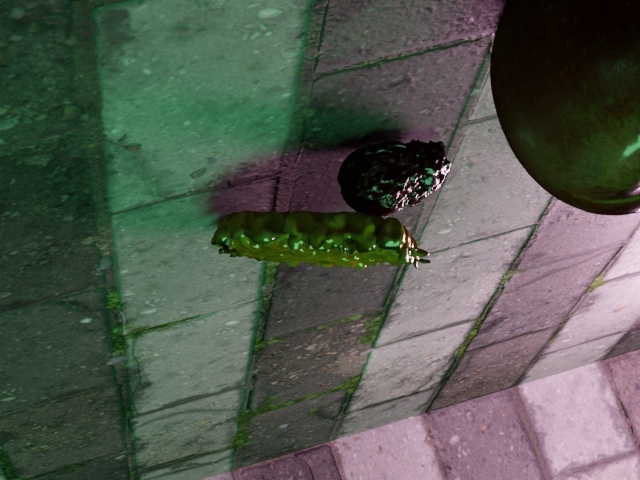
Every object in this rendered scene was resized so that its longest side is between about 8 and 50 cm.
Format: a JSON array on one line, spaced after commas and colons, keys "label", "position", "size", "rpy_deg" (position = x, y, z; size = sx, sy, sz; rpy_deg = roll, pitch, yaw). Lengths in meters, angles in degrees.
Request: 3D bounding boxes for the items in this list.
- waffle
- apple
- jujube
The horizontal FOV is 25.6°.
[{"label": "waffle", "position": [0.001, -0.001, 1.902], "size": [0.329, 0.062, 0.329], "rpy_deg": [4, 173, 1]}, {"label": "apple", "position": [0.359, -0.188, 1.583], "size": [0.349, 0.276, 0.348], "rpy_deg": [-17, 158, -7]}, {"label": "jujube", "position": [0.098, -0.082, 1.883], "size": [0.166, 0.104, 0.104], "rpy_deg": [-8, 157, -31]}]
